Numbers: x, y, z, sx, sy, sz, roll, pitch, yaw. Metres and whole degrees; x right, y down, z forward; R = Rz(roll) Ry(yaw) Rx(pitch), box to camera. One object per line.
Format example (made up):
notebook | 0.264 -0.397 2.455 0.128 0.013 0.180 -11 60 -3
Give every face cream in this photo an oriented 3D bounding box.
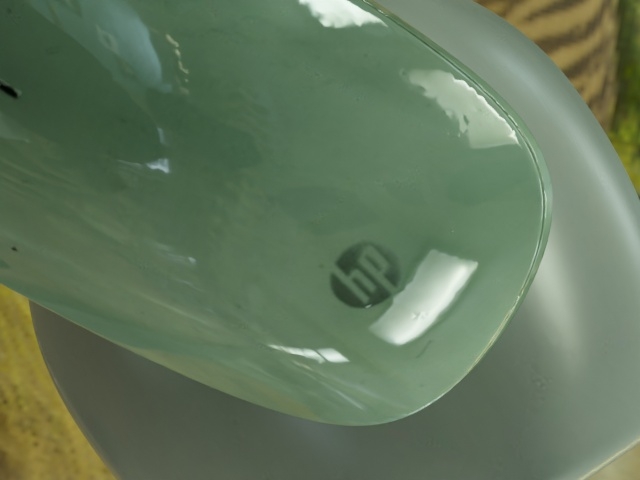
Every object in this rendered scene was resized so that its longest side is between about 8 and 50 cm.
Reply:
face cream | 0.000 0.000 0.879 0.312 0.357 0.219 -32 168 -12

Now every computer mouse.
computer mouse | -0.055 -0.035 0.601 0.159 0.288 0.097 -60 -169 18
